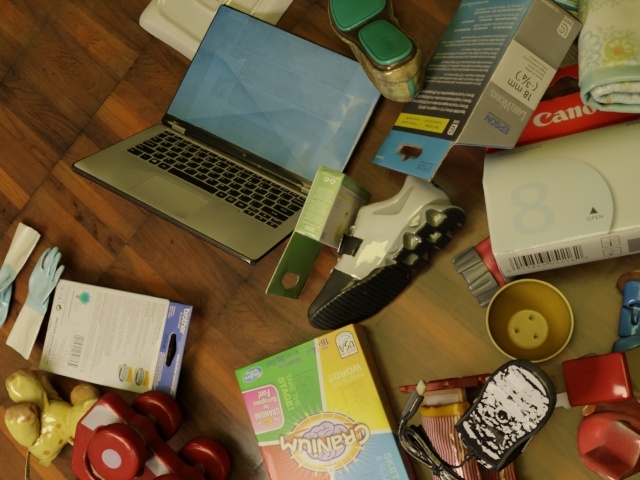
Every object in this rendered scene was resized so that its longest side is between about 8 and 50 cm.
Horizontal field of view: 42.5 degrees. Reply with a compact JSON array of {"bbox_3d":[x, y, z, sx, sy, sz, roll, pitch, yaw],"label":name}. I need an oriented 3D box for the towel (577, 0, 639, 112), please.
[{"bbox_3d":[0.591,-0.339,1.272,0.375,0.090,0.320,4,61,8],"label":"towel"}]

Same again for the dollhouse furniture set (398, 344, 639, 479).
[{"bbox_3d":[0.301,0.285,1.213,0.374,0.152,0.201,-24,70,51],"label":"dollhouse furniture set"}]

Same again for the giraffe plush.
[{"bbox_3d":[-0.482,0.335,1.564,0.171,0.181,0.210,-14,74,0],"label":"giraffe plush"}]

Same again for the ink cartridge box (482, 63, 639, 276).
[{"bbox_3d":[0.411,-0.150,1.305,0.308,0.091,0.384,-12,59,19],"label":"ink cartridge box"}]

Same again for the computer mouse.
[{"bbox_3d":[0.222,0.245,1.177,0.184,0.060,0.262,41,121,28],"label":"computer mouse"}]

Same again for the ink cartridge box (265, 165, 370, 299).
[{"bbox_3d":[0.000,0.000,1.439,0.056,0.171,0.235,21,89,20],"label":"ink cartridge box"}]

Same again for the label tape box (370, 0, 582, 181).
[{"bbox_3d":[0.247,-0.236,1.358,0.106,0.241,0.333,29,92,-23],"label":"label tape box"}]

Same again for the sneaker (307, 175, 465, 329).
[{"bbox_3d":[0.091,0.019,1.448,0.330,0.122,0.146,-43,53,9],"label":"sneaker"}]

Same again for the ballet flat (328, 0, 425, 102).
[{"bbox_3d":[0.100,-0.361,1.479,0.123,0.123,0.348,-34,43,11],"label":"ballet flat"}]

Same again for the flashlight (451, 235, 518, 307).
[{"bbox_3d":[0.369,-0.009,1.357,0.304,0.103,0.103,-33,98,10],"label":"flashlight"}]

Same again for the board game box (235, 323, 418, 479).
[{"bbox_3d":[0.012,0.335,1.440,0.242,0.064,0.316,-24,75,14],"label":"board game box"}]

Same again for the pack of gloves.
[{"bbox_3d":[-0.617,0.096,1.669,0.195,0.046,0.232,25,93,37],"label":"pack of gloves"}]

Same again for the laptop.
[{"bbox_3d":[-0.151,-0.210,1.462,0.382,0.408,0.236,26,124,17],"label":"laptop"}]

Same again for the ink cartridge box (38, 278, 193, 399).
[{"bbox_3d":[-0.389,0.190,1.598,0.311,0.065,0.185,8,84,22],"label":"ink cartridge box"}]

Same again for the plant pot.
[{"bbox_3d":[0.340,0.137,1.340,0.134,0.095,0.134,-3,75,12],"label":"plant pot"}]

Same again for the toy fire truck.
[{"bbox_3d":[-0.329,0.432,1.474,0.302,0.169,0.254,44,113,1],"label":"toy fire truck"}]

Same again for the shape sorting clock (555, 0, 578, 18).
[{"bbox_3d":[0.491,-0.442,1.412,0.206,0.040,0.206,-1,83,12],"label":"shape sorting clock"}]

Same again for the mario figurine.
[{"bbox_3d":[0.487,0.216,1.293,0.198,0.170,0.320,8,71,55],"label":"mario figurine"}]

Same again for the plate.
[{"bbox_3d":[-0.206,-0.491,1.651,0.277,0.045,0.278,37,94,20],"label":"plate"}]
